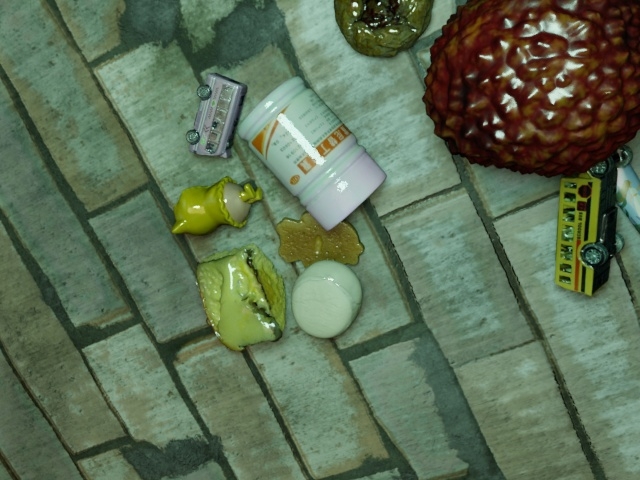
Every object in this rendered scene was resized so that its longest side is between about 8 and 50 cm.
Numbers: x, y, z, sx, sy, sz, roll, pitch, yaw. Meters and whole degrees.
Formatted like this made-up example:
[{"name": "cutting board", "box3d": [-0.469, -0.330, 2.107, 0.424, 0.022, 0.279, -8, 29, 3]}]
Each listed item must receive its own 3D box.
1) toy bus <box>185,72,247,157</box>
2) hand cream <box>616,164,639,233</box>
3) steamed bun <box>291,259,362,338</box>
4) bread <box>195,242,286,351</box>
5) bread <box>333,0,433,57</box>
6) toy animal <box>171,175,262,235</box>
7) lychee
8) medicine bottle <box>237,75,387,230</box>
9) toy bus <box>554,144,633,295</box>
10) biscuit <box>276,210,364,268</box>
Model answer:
[{"name": "toy bus", "box3d": [-0.252, -0.303, 1.500, 0.108, 0.096, 0.198, 19, 107, 2]}, {"name": "hand cream", "box3d": [0.692, -0.106, 1.377, 0.088, 0.055, 0.256, -34, 90, 27]}, {"name": "steamed bun", "box3d": [0.019, 0.143, 1.551, 0.177, 0.130, 0.228, 20, 130, 9]}, {"name": "bread", "box3d": [-0.202, 0.148, 1.589, 0.204, 0.162, 0.262, -16, 88, 17]}, {"name": "bread", "box3d": [0.136, -0.519, 1.332, 0.230, 0.123, 0.230, 3, 105, 11]}, {"name": "toy animal", "box3d": [-0.259, -0.083, 1.544, 0.230, 0.156, 0.156, -22, 101, 20]}, {"name": "lychee", "box3d": [0.439, -0.319, 1.162, 0.500, 0.424, 0.424, -14, 104, 34]}, {"name": "medicine bottle", "box3d": [-0.018, -0.201, 1.422, 0.202, 0.202, 0.316, -41, 95, 20]}, {"name": "toy bus", "box3d": [0.598, -0.054, 1.355, 0.123, 0.121, 0.335, 14, 117, 43]}, {"name": "biscuit", "box3d": [0.000, 0.000, 1.567, 0.226, 0.036, 0.166, 0, 110, 10]}]
